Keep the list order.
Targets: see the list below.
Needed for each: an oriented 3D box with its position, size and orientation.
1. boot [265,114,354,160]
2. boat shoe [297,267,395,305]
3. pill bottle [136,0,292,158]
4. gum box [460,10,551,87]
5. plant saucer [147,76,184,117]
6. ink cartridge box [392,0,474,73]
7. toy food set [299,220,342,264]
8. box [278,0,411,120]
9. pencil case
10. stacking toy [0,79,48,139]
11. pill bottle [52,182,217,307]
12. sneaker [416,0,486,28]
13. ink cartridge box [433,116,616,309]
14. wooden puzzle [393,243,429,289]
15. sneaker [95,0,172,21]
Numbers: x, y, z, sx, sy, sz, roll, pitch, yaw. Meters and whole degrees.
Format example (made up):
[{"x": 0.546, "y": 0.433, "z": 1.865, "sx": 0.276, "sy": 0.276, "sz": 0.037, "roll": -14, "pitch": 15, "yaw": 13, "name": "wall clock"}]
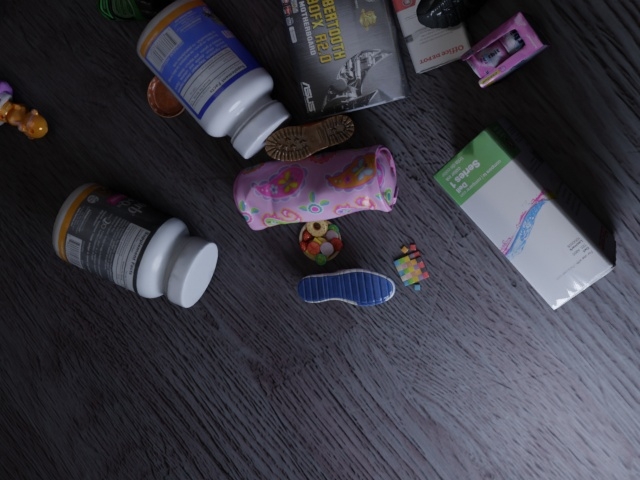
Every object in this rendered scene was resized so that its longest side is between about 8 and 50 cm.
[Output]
[{"x": -0.016, "y": -0.177, "z": 1.548, "sx": 0.157, "sy": 0.084, "sz": 0.059, "roll": -14, "pitch": 98, "yaw": 6, "name": "boot"}, {"x": 0.053, "y": 0.076, "z": 1.595, "sx": 0.183, "sy": 0.066, "sz": 0.066, "roll": 1, "pitch": 100, "yaw": 24, "name": "boat shoe"}, {"x": -0.179, "y": -0.278, "z": 1.555, "sx": 0.272, "sy": 0.152, "sz": 0.152, "roll": 48, "pitch": 112, "yaw": 3, "name": "pill bottle"}, {"x": 0.287, "y": -0.292, "z": 1.371, "sx": 0.107, "sy": 0.188, "sz": 0.062, "roll": -35, "pitch": 89, "yaw": 21, "name": "gum box"}, {"x": -0.284, "y": -0.272, "z": 1.666, "sx": 0.083, "sy": 0.013, "sz": 0.084, "roll": 4, "pitch": 103, "yaw": 17, "name": "plant saucer"}, {"x": 0.187, "y": -0.353, "z": 1.464, "sx": 0.099, "sy": 0.056, "sz": 0.135, "roll": -17, "pitch": 95, "yaw": 22, "name": "ink cartridge box"}, {"x": 0.000, "y": 0.000, "z": 1.623, "sx": 0.082, "sy": 0.020, "sz": 0.083, "roll": 36, "pitch": 110, "yaw": 8, "name": "toy food set"}, {"x": 0.040, "y": -0.335, "z": 1.519, "sx": 0.183, "sy": 0.056, "sz": 0.231, "roll": -10, "pitch": 98, "yaw": 21, "name": "box"}, {"x": -0.009, "y": -0.090, "z": 1.559, "sx": 0.284, "sy": 0.124, "sz": 0.124, "roll": -9, "pitch": 98, "yaw": 21, "name": "pencil case"}, {"x": -0.665, "y": -0.276, "z": 1.736, "sx": 0.301, "sy": 0.166, "sz": 0.175, "roll": 23, "pitch": 124, "yaw": 2, "name": "stacking toy"}, {"x": -0.344, "y": 0.012, "z": 1.669, "sx": 0.278, "sy": 0.162, "sz": 0.162, "roll": 23, "pitch": 108, "yaw": 12, "name": "pill bottle"}, {"x": 0.228, "y": -0.452, "z": 1.384, "sx": 0.130, "sy": 0.109, "sz": 0.286, "roll": 35, "pitch": 81, "yaw": 21, "name": "sneaker"}, {"x": 0.327, "y": -0.049, "z": 1.402, "sx": 0.117, "sy": 0.201, "sz": 0.278, "roll": -43, "pitch": 86, "yaw": 22, "name": "ink cartridge box"}, {"x": 0.161, "y": 0.050, "z": 1.585, "sx": 0.049, "sy": 0.006, "sz": 0.083, "roll": -24, "pitch": 93, "yaw": 22, "name": "wooden puzzle"}, {"x": -0.379, "y": -0.555, "z": 1.574, "sx": 0.146, "sy": 0.134, "sz": 0.344, "roll": -7, "pitch": 99, "yaw": 21, "name": "sneaker"}]
